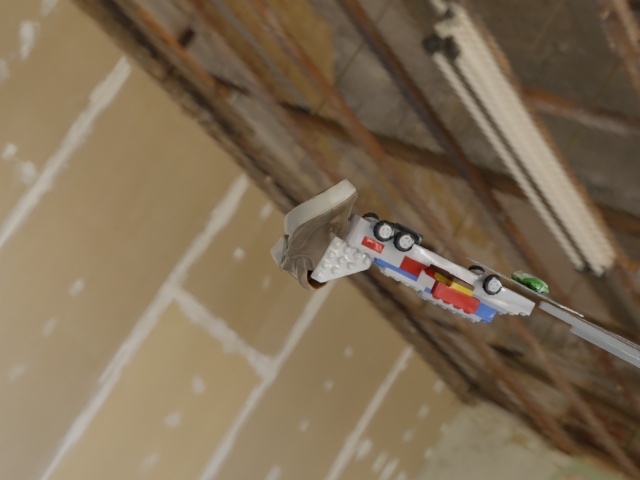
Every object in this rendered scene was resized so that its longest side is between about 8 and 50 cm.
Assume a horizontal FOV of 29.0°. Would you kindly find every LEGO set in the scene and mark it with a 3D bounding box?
[{"bbox_3d":[0.114,0.047,0.753,0.244,0.060,0.182,29,4,30],"label":"LEGO set"}]

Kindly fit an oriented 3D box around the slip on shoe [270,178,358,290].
[{"bbox_3d":[0.000,0.000,0.800,0.041,0.051,0.135,57,-22,8],"label":"slip on shoe"}]
